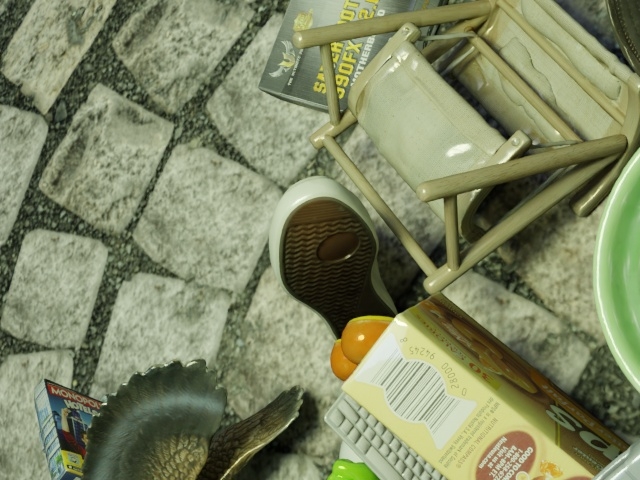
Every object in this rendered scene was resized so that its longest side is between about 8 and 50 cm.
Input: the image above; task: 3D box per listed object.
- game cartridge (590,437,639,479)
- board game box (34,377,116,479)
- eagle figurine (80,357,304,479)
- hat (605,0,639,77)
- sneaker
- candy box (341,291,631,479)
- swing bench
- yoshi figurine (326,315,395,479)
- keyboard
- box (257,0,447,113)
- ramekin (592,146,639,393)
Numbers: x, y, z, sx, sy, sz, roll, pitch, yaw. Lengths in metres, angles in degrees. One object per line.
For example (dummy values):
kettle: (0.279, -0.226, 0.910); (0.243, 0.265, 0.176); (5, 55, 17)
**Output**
game cartridge: (0.232, 0.287, 0.987); (0.294, 0.060, 0.196); (-45, 80, 16)
board game box: (-0.251, 0.241, 1.527); (0.060, 0.194, 0.194); (-47, 40, 16)
eagle figurine: (-0.142, 0.276, 1.372); (0.226, 0.225, 0.298); (150, 128, -76)
hat: (0.396, -0.266, 1.130); (0.331, 0.134, 0.331); (-1, 84, 12)
sneaker: (0.000, 0.000, 1.325); (0.106, 0.290, 0.123); (-21, 59, 0)
candy box: (0.181, 0.180, 1.116); (0.316, 0.183, 0.087); (40, 104, 10)
swing bench: (0.147, -0.128, 1.307); (0.255, 0.165, 0.253); (-26, 53, -13)
yoshi figurine: (0.036, 0.265, 1.282); (0.203, 0.203, 0.362); (-15, 70, 41)
keyboard: (0.104, 0.224, 1.209); (0.014, 0.256, 0.072); (-21, 26, 52)
box: (0.046, -0.254, 1.508); (0.183, 0.056, 0.231); (21, 89, 39)
ramekin: (0.395, 0.027, 1.088); (0.303, 0.148, 0.303); (-8, 76, 35)
